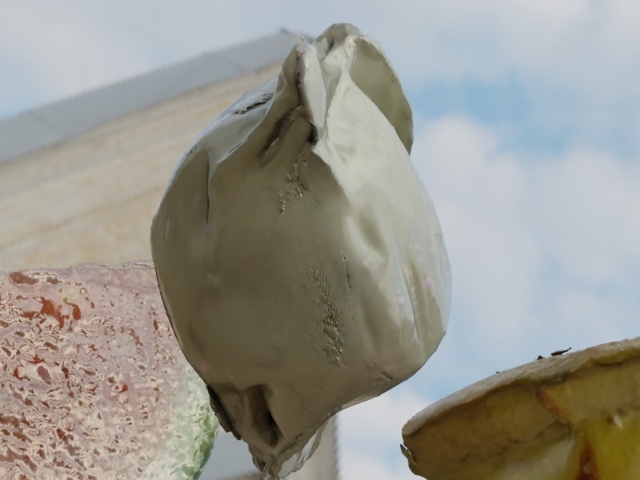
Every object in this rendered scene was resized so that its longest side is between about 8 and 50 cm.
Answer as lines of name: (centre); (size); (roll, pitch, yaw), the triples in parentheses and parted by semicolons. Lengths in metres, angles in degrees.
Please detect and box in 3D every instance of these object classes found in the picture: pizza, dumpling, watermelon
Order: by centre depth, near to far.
dumpling: (0.000, 0.000, 0.735); (0.118, 0.136, 0.199); (19, -57, 22)
pizza: (0.149, 0.127, 0.771); (0.204, 0.080, 0.188); (-30, -96, 31)
watermelon: (-0.187, 0.116, 1.155); (0.232, 0.310, 0.193); (24, -20, 2)
